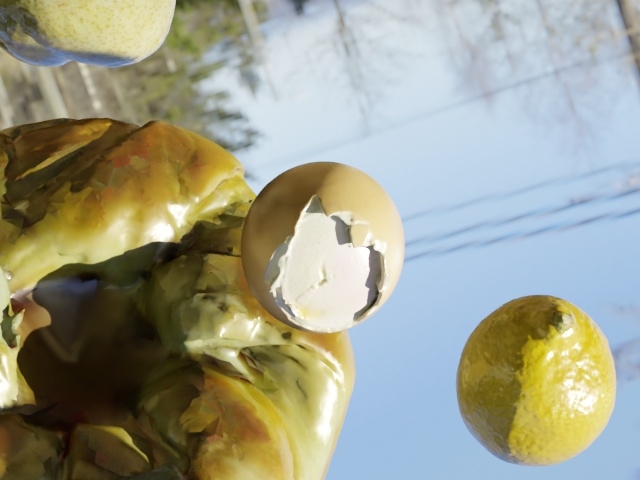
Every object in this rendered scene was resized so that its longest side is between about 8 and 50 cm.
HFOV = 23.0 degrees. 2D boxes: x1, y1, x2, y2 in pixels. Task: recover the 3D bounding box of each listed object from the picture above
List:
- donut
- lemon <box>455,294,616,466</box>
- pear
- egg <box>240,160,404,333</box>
[{"bbox_3d":[-0.158,0.072,0.987,0.360,0.360,0.170,-24,153,-31],"label":"donut"},{"bbox_3d":[0.249,0.162,1.822,0.187,0.244,0.187,1,-138,-1],"label":"lemon"},{"bbox_3d":[-0.191,-0.205,1.200,0.167,0.136,0.167,-8,-128,11],"label":"pear"},{"bbox_3d":[0.000,0.000,0.765,0.080,0.080,0.096,-19,-153,-1],"label":"egg"}]
